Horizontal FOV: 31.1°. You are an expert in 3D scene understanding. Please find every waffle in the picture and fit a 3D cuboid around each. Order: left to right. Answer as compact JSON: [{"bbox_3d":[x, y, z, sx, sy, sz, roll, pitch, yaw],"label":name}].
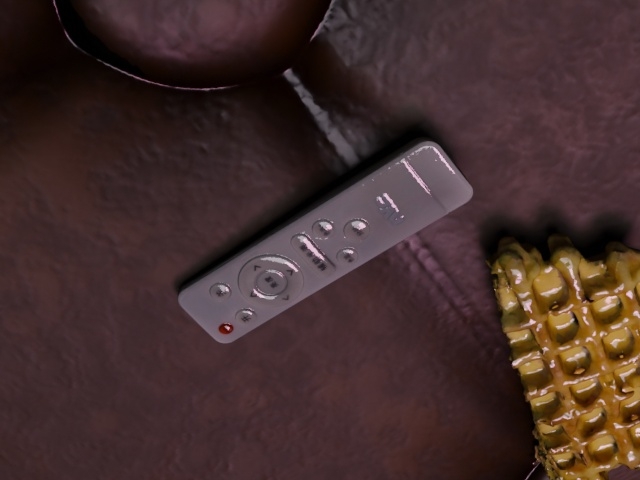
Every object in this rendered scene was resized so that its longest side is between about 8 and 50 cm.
[{"bbox_3d":[0.161,0.083,0.729,0.161,0.046,0.192,8,121,-14],"label":"waffle"}]

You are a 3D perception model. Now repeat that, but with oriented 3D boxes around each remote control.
[{"bbox_3d":[0.000,0.000,0.670,0.184,0.027,0.050,-32,119,18],"label":"remote control"}]
